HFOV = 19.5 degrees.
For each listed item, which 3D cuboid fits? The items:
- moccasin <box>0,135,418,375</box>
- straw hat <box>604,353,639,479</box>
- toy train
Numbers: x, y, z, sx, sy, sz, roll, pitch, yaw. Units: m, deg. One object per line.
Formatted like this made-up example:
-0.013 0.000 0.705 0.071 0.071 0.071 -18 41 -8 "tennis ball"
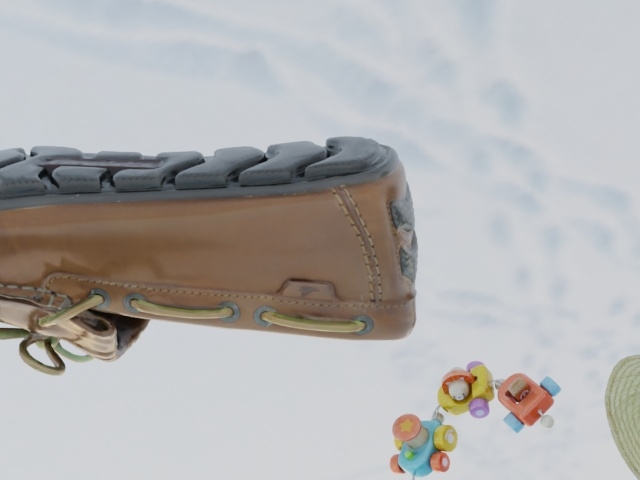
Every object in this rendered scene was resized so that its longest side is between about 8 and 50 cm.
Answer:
-0.129 0.018 1.123 0.380 0.147 0.139 -3 -164 7 "moccasin"
0.282 0.134 1.358 0.144 0.144 0.061 -5 156 -41 "straw hat"
0.128 0.161 1.662 0.166 0.125 0.046 -42 124 1 "toy train"
